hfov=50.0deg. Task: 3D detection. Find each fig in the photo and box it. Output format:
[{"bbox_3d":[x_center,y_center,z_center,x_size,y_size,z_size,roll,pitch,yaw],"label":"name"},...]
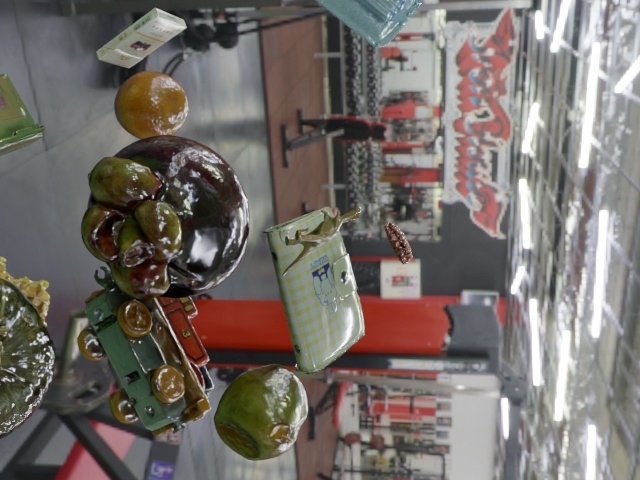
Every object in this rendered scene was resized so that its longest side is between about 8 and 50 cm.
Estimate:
[{"bbox_3d":[-0.091,0.276,1.082,0.166,0.154,0.144,-167,-122,-78],"label":"fig"}]

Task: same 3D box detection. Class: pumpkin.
[{"bbox_3d":[-0.439,0.151,0.848,0.224,0.157,0.223,12,74,-47],"label":"pumpkin"}]

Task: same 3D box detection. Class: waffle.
[{"bbox_3d":[-0.844,0.148,1.762,0.058,0.282,0.300,-110,178,-47],"label":"waffle"},{"bbox_3d":[0.136,0.003,1.207,0.075,0.029,0.083,63,1,-11],"label":"waffle"}]

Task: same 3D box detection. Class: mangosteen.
[{"bbox_3d":[-0.288,-0.035,1.246,0.347,0.307,0.306,-34,125,-68],"label":"mangosteen"}]

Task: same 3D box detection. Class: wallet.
[{"bbox_3d":[-0.006,0.097,1.446,0.223,0.077,0.309,-26,108,-47],"label":"wallet"}]

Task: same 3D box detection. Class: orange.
[{"bbox_3d":[-0.463,-0.365,1.870,0.206,0.206,0.206,1,90,-82],"label":"orange"}]

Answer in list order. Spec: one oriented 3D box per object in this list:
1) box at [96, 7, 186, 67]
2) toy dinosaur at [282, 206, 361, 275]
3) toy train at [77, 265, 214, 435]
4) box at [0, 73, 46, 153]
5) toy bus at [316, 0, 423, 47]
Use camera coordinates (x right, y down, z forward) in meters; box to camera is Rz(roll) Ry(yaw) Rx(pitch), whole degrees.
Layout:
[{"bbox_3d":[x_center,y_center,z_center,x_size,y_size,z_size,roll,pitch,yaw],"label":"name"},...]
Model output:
[{"bbox_3d":[-0.360,-0.403,1.378,0.090,0.167,0.024,-4,70,-64],"label":"box"},{"bbox_3d":[0.000,0.000,1.219,0.162,0.126,0.039,106,-35,-51],"label":"toy dinosaur"},{"bbox_3d":[-0.346,0.210,1.415,0.232,0.163,0.369,-25,86,-58],"label":"toy train"},{"bbox_3d":[-0.768,-0.242,1.456,0.328,0.253,0.177,-108,176,-76],"label":"box"},{"bbox_3d":[0.022,-0.477,1.133,0.152,0.312,0.190,-50,-165,19],"label":"toy bus"}]
